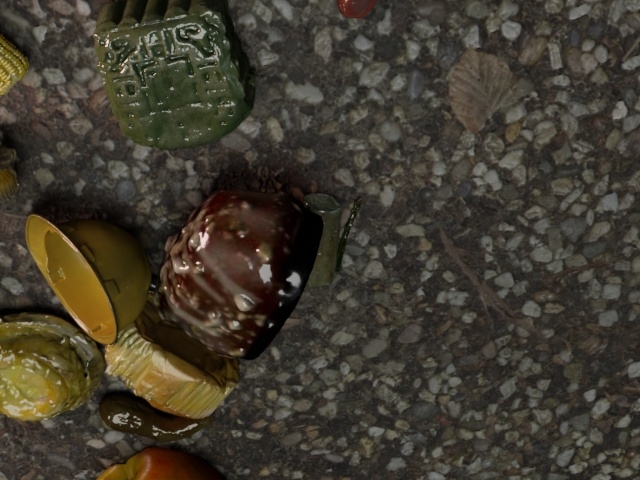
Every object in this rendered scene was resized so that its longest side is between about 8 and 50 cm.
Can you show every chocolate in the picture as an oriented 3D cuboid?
[{"bbox_3d":[-0.157,0.046,1.605,0.210,0.225,0.340,23,138,-14],"label":"chocolate"}]

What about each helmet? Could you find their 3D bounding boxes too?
[{"bbox_3d":[-0.370,0.041,1.634,0.140,0.257,0.205,-30,162,-33],"label":"helmet"}]

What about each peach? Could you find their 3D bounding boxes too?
[{"bbox_3d":[-0.287,0.631,1.960,0.242,0.306,0.380,-22,118,19],"label":"peach"}]

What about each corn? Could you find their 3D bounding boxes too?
[{"bbox_3d":[-0.520,-0.293,1.445,0.165,0.063,0.085,40,137,-24],"label":"corn"}]

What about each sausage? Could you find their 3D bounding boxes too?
[{"bbox_3d":[0.061,-0.375,1.437,0.059,0.054,0.094,21,121,-18],"label":"sausage"}]

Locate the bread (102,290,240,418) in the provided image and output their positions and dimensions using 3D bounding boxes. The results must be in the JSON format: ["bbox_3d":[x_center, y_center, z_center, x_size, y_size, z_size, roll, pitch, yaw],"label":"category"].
[{"bbox_3d":[-0.270,0.214,1.742,0.250,0.179,0.133,31,121,-23],"label":"bread"}]

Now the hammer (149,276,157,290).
[{"bbox_3d":[-0.239,0.120,1.755,0.201,0.078,0.021,36,114,-13],"label":"hammer"}]

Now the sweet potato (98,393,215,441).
[{"bbox_3d":[-0.327,0.357,1.908,0.233,0.062,0.081,12,121,-16],"label":"sweet potato"}]

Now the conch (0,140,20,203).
[{"bbox_3d":[-0.567,-0.111,1.516,0.178,0.163,0.245,18,153,2],"label":"conch"}]

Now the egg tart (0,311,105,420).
[{"bbox_3d":[-0.544,0.249,1.795,0.278,0.095,0.279,-3,125,-4],"label":"egg tart"}]

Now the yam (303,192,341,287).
[{"bbox_3d":[0.000,0.000,1.682,0.068,0.068,0.169,0,125,-5],"label":"yam"}]

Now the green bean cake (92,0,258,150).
[{"bbox_3d":[-0.215,-0.258,1.460,0.222,0.125,0.227,-11,129,4],"label":"green bean cake"}]

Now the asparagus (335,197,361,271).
[{"bbox_3d":[0.048,-0.011,1.711,0.016,0.016,0.163,24,123,11],"label":"asparagus"}]
